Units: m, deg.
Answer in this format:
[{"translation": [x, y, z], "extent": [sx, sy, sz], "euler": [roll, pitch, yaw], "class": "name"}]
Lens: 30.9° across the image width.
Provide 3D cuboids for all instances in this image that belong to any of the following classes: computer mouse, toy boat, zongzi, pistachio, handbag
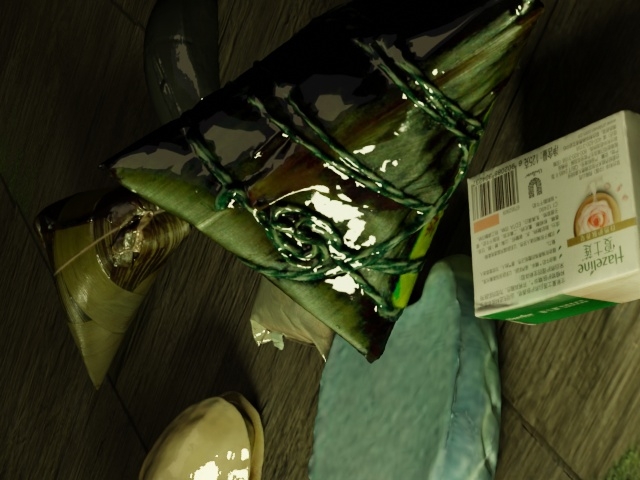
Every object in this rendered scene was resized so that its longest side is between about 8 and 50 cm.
[{"translation": [-0.216, -0.283, 1.735], "extent": [0.137, 0.086, 0.269], "euler": [-30, 58, 51], "class": "computer mouse"}, {"translation": [0.097, 0.184, 1.118], "extent": [0.215, 0.123, 0.330], "euler": [-23, 51, 44], "class": "toy boat"}, {"translation": [-0.290, 0.076, 1.733], "extent": [0.289, 0.154, 0.317], "euler": [-2, 100, 54], "class": "zongzi"}, {"translation": [-0.149, 0.293, 1.441], "extent": [0.152, 0.126, 0.223], "euler": [24, 99, 23], "class": "pistachio"}, {"translation": [0.041, -0.129, 1.138], "extent": [0.383, 0.319, 0.362], "euler": [-47, 12, 14], "class": "zongzi"}, {"translation": [0.000, 0.000, 1.285], "extent": [0.182, 0.117, 0.270], "euler": [5, 77, 59], "class": "handbag"}]

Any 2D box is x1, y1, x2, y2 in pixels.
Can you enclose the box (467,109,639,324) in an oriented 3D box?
[{"translation": [0.217, -0.012, 0.984], "extent": [0.199, 0.081, 0.135], "euler": [-24, 62, 55], "class": "box"}]
